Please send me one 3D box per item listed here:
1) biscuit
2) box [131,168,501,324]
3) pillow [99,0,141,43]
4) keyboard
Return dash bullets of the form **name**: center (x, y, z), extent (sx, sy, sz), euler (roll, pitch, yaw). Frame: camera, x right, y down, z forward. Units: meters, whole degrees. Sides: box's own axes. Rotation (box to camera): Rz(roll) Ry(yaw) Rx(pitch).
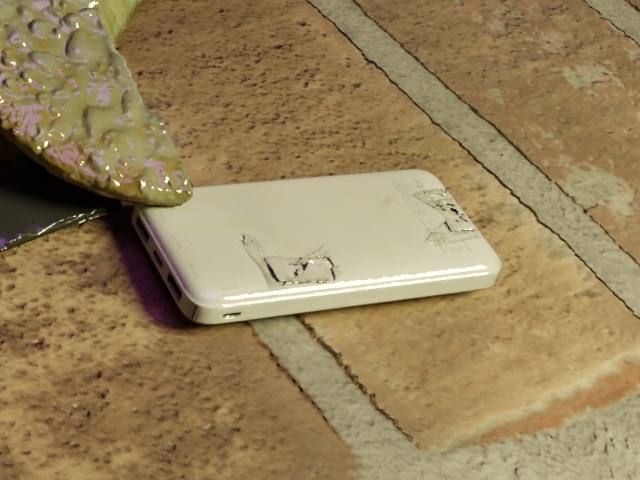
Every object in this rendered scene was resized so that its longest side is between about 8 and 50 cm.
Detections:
- **biscuit**: center (-0.217, -0.135, 1.241), extent (0.141, 0.038, 0.289), euler (-13, 64, -34)
- **box**: center (0.000, 0.000, 1.265), extent (0.285, 0.044, 0.142), euler (-6, 44, -29)
- **pillow**: center (-0.256, -0.198, 1.357), extent (0.185, 0.075, 0.302), euler (24, 39, -5)
- **keyboard**: center (-0.249, -0.019, 1.203), extent (0.196, 0.015, 0.074), euler (-22, 52, -40)
